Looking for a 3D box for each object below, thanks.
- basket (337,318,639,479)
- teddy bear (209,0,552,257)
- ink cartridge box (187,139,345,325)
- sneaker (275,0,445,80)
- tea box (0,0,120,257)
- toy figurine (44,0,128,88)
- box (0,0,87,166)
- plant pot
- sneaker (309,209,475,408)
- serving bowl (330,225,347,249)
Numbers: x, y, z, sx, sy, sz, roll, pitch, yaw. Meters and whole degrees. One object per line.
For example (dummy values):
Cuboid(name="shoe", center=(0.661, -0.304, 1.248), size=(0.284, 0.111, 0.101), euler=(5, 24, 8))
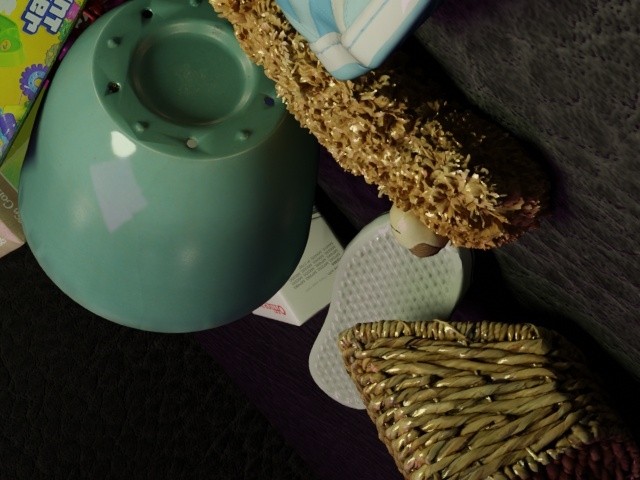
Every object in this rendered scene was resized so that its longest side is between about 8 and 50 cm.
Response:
Cuboid(name="basket", center=(0.171, 0.174, 1.633), size=(0.223, 0.213, 0.299), euler=(60, 178, 30))
Cuboid(name="teddy bear", center=(0.031, -0.101, 1.369), size=(0.338, 0.113, 0.245), euler=(44, 171, 5))
Cuboid(name="ink cartridge box", center=(-0.076, -0.026, 1.953), size=(0.237, 0.100, 0.172), euler=(57, 165, -14))
Cuboid(name="sneaker", center=(-0.005, -0.214, 1.060), size=(0.208, 0.127, 0.319), euler=(45, 168, -6))
Cuboid(name="tea box", center=(-0.410, -0.126, 2.032), size=(0.220, 0.323, 0.329), euler=(48, 141, -15))
Cuboid(name="toy figurine", center=(-0.229, -0.215, 1.765), size=(0.130, 0.159, 0.173), euler=(39, 166, 29))
Cuboid(name="box", center=(-0.363, -0.245, 1.568), size=(0.279, 0.290, 0.177), euler=(29, 177, -11))
Cuboid(name="plant pot", center=(-0.130, -0.094, 1.574), size=(0.293, 0.293, 0.235), euler=(43, 152, 11))
Cuboid(name="sneaker", center=(0.083, 0.042, 1.699), size=(0.126, 0.127, 0.321), euler=(39, 144, 5))
Cuboid(name="serving bowl", center=(0.000, 0.000, 2.042), size=(0.083, 0.027, 0.083), euler=(44, 169, 10))
